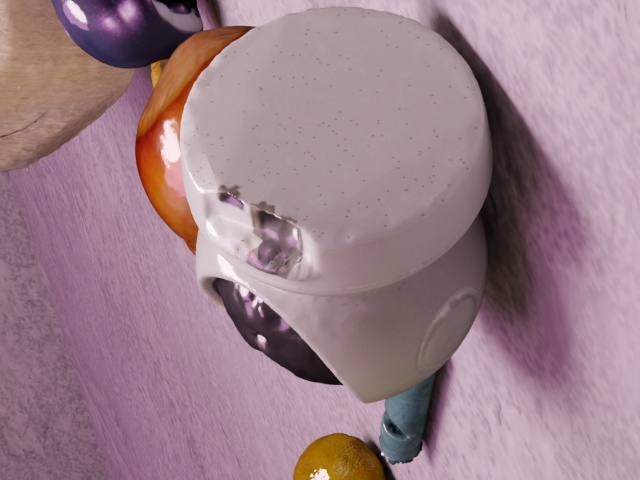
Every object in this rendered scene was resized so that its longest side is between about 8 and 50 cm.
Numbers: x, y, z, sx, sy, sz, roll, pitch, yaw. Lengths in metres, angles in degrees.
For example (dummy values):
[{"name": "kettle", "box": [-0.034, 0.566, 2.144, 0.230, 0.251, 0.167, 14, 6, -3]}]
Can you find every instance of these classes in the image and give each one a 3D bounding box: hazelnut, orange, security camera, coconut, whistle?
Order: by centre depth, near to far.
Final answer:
[{"name": "security camera", "box": [0.016, -0.007, 1.181, 0.194, 0.195, 0.236, 59, 167, 32]}, {"name": "hazelnut", "box": [-0.043, -0.070, 1.345, 0.182, 0.182, 0.182, 59, 163, 31]}, {"name": "whistle", "box": [0.069, 0.121, 1.454, 0.039, 0.039, 0.186, 61, 164, 25]}, {"name": "orange", "box": [0.021, 0.222, 1.684, 0.095, 0.085, 0.085, 55, 162, 21]}, {"name": "coconut", "box": [-0.350, -0.231, 1.861, 0.346, 0.360, 0.346, 0, 90, 39]}]

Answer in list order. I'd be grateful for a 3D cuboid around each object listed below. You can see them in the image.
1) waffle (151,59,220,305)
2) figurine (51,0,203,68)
[{"name": "waffle", "box": [-0.101, -0.066, 1.648, 0.274, 0.057, 0.168, -115, 13, -69]}, {"name": "figurine", "box": [-0.181, -0.255, 1.623, 0.145, 0.145, 0.222, 120, 128, -72]}]
